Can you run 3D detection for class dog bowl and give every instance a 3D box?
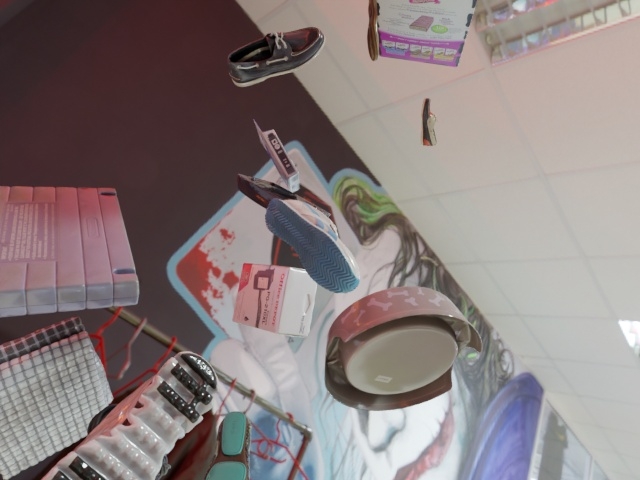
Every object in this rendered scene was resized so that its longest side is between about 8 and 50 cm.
[{"bbox_3d":[0.170,0.240,1.034,0.347,0.102,0.349,-5,-49,-6],"label":"dog bowl"}]

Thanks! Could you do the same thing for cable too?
[{"bbox_3d":[-0.367,0.399,0.908,0.184,0.151,0.047,9,5,18],"label":"cable"}]

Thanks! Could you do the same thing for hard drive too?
[{"bbox_3d":[-0.112,-0.115,1.333,0.254,0.054,0.171,31,15,35],"label":"hard drive"}]

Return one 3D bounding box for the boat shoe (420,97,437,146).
[{"bbox_3d":[0.290,-0.314,1.246,0.043,0.049,0.137,6,-51,19],"label":"boat shoe"}]

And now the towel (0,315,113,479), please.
[{"bbox_3d":[-0.568,0.310,0.954,0.121,0.234,0.284,37,-43,36],"label":"towel"}]

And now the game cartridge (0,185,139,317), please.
[{"bbox_3d":[-0.450,0.003,0.789,0.355,0.229,0.068,49,-43,50],"label":"game cartridge"}]

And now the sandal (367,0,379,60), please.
[{"bbox_3d":[0.150,-0.562,1.214,0.048,0.180,0.072,0,2,-4],"label":"sandal"}]

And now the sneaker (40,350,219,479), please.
[{"bbox_3d":[-0.259,0.272,0.606,0.118,0.292,0.110,-26,-77,44],"label":"sneaker"}]

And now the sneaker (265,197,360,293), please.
[{"bbox_3d":[0.000,0.000,0.827,0.229,0.092,0.088,47,-57,31],"label":"sneaker"}]

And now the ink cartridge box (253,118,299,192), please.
[{"bbox_3d":[-0.131,-0.264,1.460,0.208,0.045,0.206,59,-4,5],"label":"ink cartridge box"}]

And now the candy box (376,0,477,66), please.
[{"bbox_3d":[0.182,-0.396,0.811,0.159,0.071,0.233,12,-4,9],"label":"candy box"}]

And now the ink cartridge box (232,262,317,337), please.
[{"bbox_3d":[-0.127,0.156,1.266,0.100,0.172,0.237,16,-10,-38],"label":"ink cartridge box"}]

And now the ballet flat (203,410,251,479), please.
[{"bbox_3d":[-0.135,0.348,0.706,0.070,0.188,0.070,1,-65,3],"label":"ballet flat"}]

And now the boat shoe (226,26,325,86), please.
[{"bbox_3d":[-0.087,-0.371,0.916,0.205,0.075,0.065,-24,-22,1],"label":"boat shoe"}]
